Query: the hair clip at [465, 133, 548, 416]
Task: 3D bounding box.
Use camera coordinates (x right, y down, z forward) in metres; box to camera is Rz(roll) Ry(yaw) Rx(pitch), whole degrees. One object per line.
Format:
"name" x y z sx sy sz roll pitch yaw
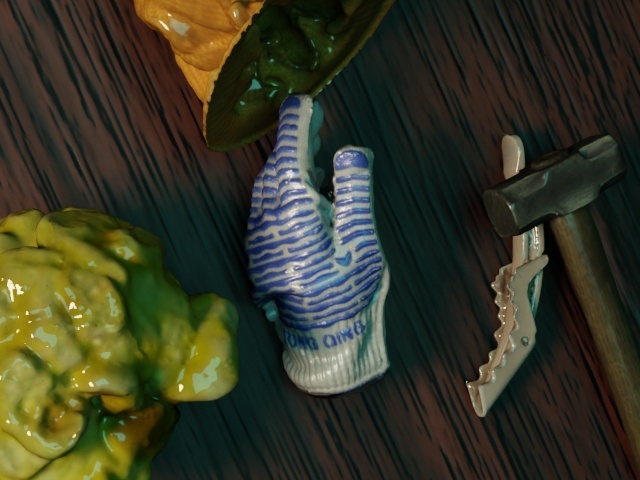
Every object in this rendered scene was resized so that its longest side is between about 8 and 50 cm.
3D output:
"hair clip" 0.163 0.031 1.212 0.072 0.034 0.226 10 85 -18

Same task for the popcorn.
"popcorn" -0.177 0.093 1.032 0.217 0.181 0.235 16 90 -17

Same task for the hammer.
"hammer" 0.239 0.102 1.207 0.111 0.043 0.365 -26 102 -21

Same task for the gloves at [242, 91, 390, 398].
"gloves" -0.002 0.004 1.123 0.097 0.119 0.229 -16 100 -59

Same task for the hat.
"hat" -0.085 -0.219 1.080 0.233 0.233 0.244 45 33 11
